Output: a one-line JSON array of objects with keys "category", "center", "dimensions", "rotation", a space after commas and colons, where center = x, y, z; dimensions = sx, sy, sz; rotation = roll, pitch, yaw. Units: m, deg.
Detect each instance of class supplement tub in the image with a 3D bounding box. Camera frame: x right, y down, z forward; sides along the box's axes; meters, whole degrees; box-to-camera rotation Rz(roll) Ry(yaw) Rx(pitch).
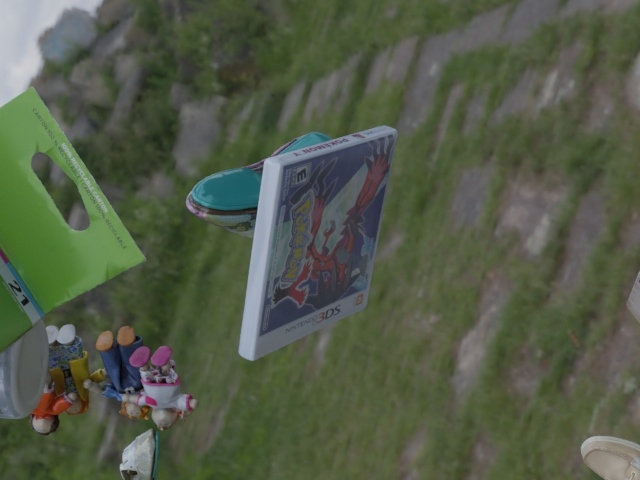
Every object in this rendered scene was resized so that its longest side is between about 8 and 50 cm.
[{"category": "supplement tub", "center": [-0.392, 0.124, 1.248], "dimensions": [0.117, 0.190, 0.117], "rotation": [2, -90, -83]}]

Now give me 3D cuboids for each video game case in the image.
[{"category": "video game case", "center": [0.000, 0.000, 1.146], "dimensions": [0.183, 0.023, 0.201], "rotation": [-21, -53, -48]}]

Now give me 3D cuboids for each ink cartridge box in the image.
[{"category": "ink cartridge box", "center": [-0.314, 0.009, 1.045], "dimensions": [0.255, 0.188, 0.097], "rotation": [-27, 10, 26]}]

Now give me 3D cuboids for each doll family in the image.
[{"category": "doll family", "center": [-0.295, 0.190, 1.639], "dimensions": [0.118, 0.263, 0.163], "rotation": [-90, -3, -49]}]

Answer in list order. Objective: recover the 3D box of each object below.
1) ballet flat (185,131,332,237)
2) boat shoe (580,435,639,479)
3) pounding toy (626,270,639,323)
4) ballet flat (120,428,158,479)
[{"category": "ballet flat", "center": [-0.062, -0.051, 1.317], "dimensions": [0.221, 0.077, 0.079], "rotation": [-32, -29, -43]}, {"category": "boat shoe", "center": [0.407, 0.306, 1.510], "dimensions": [0.063, 0.170, 0.059], "rotation": [-66, -4, 37]}, {"category": "pounding toy", "center": [0.481, 0.040, 1.504], "dimensions": [0.206, 0.181, 0.094], "rotation": [58, 163, 29]}, {"category": "ballet flat", "center": [-0.244, 0.303, 1.609], "dimensions": [0.168, 0.052, 0.057], "rotation": [102, 166, -56]}]
